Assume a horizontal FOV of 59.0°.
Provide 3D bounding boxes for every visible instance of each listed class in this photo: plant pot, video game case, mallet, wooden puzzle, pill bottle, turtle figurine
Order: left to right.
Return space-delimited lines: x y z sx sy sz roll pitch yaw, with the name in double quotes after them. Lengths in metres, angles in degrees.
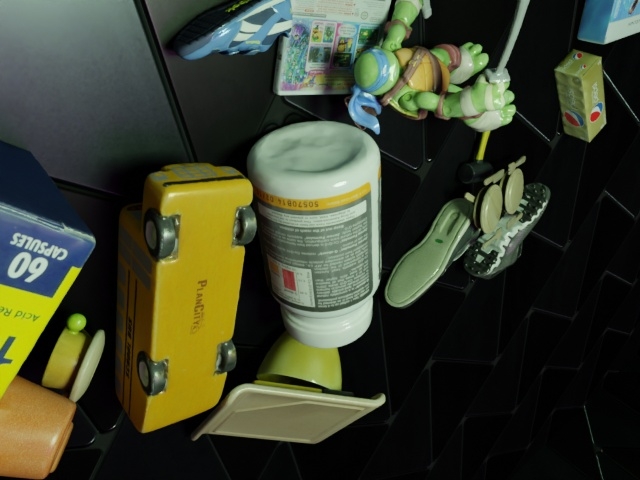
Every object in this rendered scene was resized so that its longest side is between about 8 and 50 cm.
-0.054 0.258 0.851 0.239 0.044 0.221 9 145 -23 "wooden puzzle"
-0.023 0.185 0.889 0.134 0.134 0.095 49 49 -48 "plant pot"
0.000 0.000 0.742 0.162 0.162 0.278 -27 133 -27 "pill bottle"
0.017 -0.252 0.694 0.157 0.019 0.143 -13 125 -38 "video game case"
0.176 -0.238 0.700 0.266 0.198 0.274 -4 121 -54 "turtle figurine"
0.293 -0.189 0.983 0.062 0.039 0.189 -3 115 -42 "mallet"
0.579 -0.510 1.002 0.244 0.061 0.269 -25 132 -30 "video game case"

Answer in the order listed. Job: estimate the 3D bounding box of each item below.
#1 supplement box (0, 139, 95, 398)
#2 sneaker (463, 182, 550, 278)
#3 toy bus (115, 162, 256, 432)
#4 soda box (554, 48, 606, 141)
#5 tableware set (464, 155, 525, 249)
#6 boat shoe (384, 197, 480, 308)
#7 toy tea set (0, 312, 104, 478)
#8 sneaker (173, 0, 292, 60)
-0.372 0.074 0.426 0.194 0.195 0.356 28 97 -49 "supplement box"
0.386 -0.013 1.159 0.234 0.078 0.106 -52 145 1 "sneaker"
-0.167 0.067 0.659 0.108 0.130 0.332 -10 124 -37 "toy bus"
0.504 -0.276 1.091 0.058 0.061 0.181 -47 138 -6 "soda box"
0.319 -0.074 1.027 0.194 0.039 0.128 -29 122 -46 "tableware set"
0.208 0.035 1.018 0.233 0.084 0.079 -50 139 -8 "boat shoe"
-0.352 0.238 0.604 0.124 0.200 0.336 22 103 -14 "toy tea set"
-0.085 -0.218 0.598 0.144 0.053 0.059 -33 137 -20 "sneaker"
